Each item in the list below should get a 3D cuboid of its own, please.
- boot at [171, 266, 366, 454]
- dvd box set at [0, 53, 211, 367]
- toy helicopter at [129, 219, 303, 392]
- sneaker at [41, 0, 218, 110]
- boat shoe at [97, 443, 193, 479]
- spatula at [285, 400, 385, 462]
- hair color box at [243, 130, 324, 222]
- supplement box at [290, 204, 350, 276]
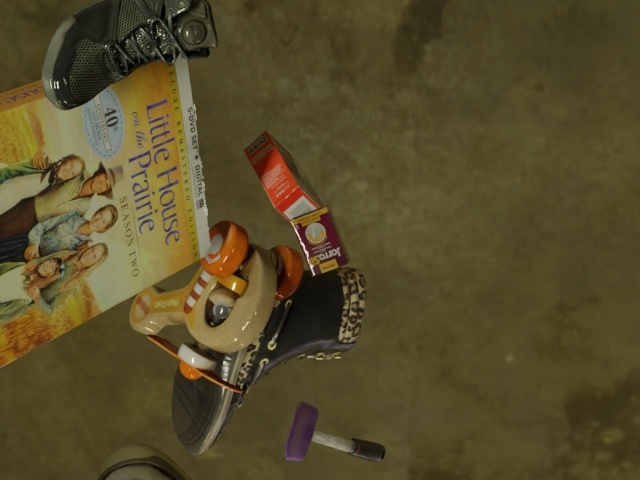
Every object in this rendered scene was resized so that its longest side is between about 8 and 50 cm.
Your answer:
[{"bbox_3d":[-0.087,0.195,1.658,0.284,0.138,0.378,-1,118,-43],"label":"boot"},{"bbox_3d":[-0.318,-0.036,1.149,0.062,0.420,0.308,22,128,37],"label":"dvd box set"},{"bbox_3d":[-0.193,0.116,1.489,0.140,0.235,0.355,25,157,-37],"label":"toy helicopter"},{"bbox_3d":[-0.201,-0.222,1.056,0.130,0.227,0.087,16,139,30],"label":"sneaker"},{"bbox_3d":[-0.123,0.341,1.015,0.113,0.103,0.302,-38,120,16],"label":"boat shoe"},{"bbox_3d":[0.027,0.305,1.439,0.030,0.084,0.296,10,168,37],"label":"spatula"},{"bbox_3d":[-0.052,-0.089,1.489,0.053,0.167,0.093,-40,131,8],"label":"hair color box"},{"bbox_3d":[0.000,0.000,1.295,0.055,0.043,0.083,-22,94,8],"label":"supplement box"}]
